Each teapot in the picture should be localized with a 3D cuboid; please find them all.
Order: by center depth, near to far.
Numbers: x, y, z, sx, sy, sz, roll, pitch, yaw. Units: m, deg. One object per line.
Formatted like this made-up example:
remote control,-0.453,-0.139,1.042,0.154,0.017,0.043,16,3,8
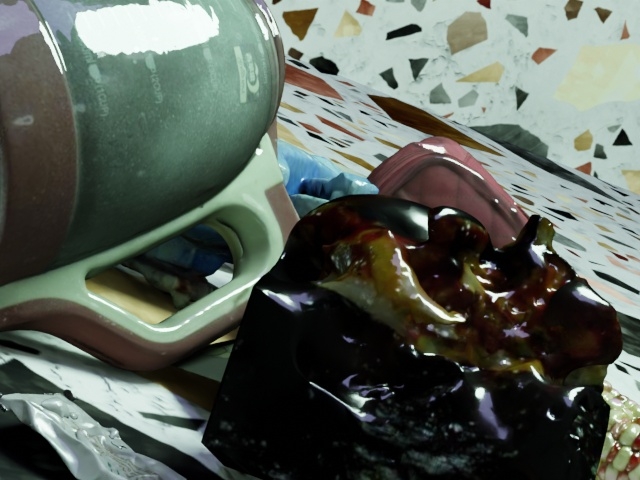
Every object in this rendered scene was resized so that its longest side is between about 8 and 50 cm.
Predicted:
teapot,-0.146,-0.065,1.263,0.312,0.315,0.233,-17,-2,-40

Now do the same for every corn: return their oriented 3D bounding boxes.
corn,0.197,0.143,1.472,0.280,0.092,0.092,35,15,28

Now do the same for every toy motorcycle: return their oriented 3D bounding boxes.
toy motorcycle,-0.086,-0.059,1.502,0.319,0.182,0.241,17,25,-2

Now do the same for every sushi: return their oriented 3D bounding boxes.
sushi,0.073,0.079,1.130,0.227,0.212,0.215,18,-8,6

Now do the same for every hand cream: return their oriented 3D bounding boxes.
hand cream,-0.070,0.145,1.015,0.257,0.050,0.084,23,8,25

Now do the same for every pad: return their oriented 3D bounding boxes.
pad,-0.011,0.075,1.289,0.190,0.004,0.127,-10,11,-31

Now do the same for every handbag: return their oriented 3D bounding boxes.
handbag,0.127,0.018,1.634,0.225,0.146,0.135,49,10,-8

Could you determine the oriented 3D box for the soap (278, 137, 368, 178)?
soap,0.003,-0.052,2.002,0.183,0.064,0.121,25,12,10
